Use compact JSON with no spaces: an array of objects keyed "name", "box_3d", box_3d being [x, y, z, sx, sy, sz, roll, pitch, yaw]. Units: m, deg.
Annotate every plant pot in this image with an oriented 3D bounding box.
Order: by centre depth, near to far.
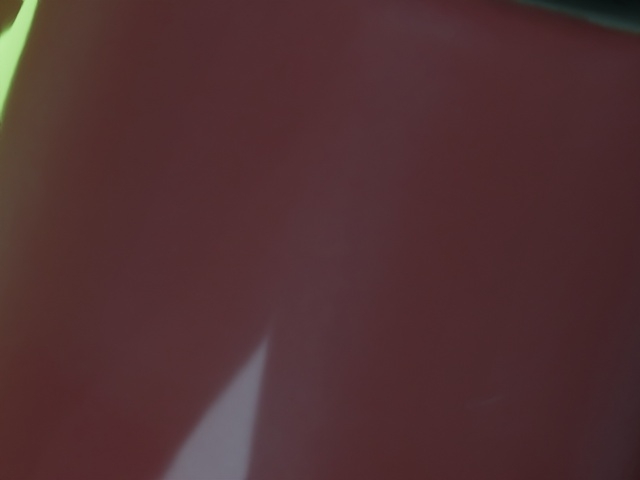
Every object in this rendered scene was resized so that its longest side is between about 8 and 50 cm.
[{"name":"plant pot","box_3d":[0.000,0.000,0.517,0.275,0.275,0.243,22,117,5]}]
